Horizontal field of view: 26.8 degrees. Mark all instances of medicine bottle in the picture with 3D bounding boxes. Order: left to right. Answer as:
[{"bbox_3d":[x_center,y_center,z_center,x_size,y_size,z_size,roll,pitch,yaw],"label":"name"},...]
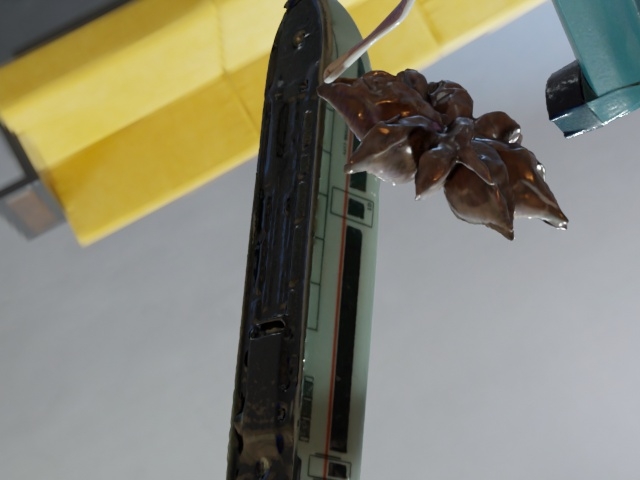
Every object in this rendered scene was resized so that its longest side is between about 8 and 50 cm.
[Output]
[{"bbox_3d":[0.261,-0.217,1.328,0.124,0.258,0.079,-9,-134,23],"label":"medicine bottle"}]

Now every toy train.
[{"bbox_3d":[0.000,0.000,1.034,0.088,0.406,0.086,17,159,-36],"label":"toy train"}]

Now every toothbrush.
[{"bbox_3d":[0.043,-0.136,0.816,0.013,0.011,0.131,22,136,-34],"label":"toothbrush"}]

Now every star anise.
[{"bbox_3d":[0.088,-0.071,0.930,0.182,0.195,0.065,-69,-178,-65],"label":"star anise"}]
